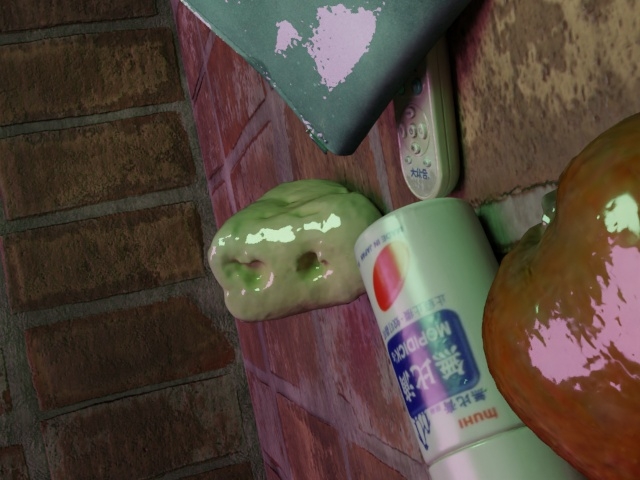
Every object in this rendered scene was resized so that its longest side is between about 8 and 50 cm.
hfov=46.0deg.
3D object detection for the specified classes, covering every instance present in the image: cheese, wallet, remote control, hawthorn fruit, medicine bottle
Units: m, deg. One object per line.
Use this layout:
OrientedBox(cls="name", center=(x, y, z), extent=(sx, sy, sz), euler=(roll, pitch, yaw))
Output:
OrientedBox(cls="cheese", center=(0.001, 0.001, 1.109), extent=(0.174, 0.251, 0.248), euler=(70, -155, -16))
OrientedBox(cls="wallet", center=(-0.018, -0.249, 0.724), extent=(0.290, 0.054, 0.251), euler=(41, 137, 2))
OrientedBox(cls="remote control", center=(0.106, -0.150, 0.770), extent=(0.078, 0.042, 0.221), euler=(-159, 58, -64))
OrientedBox(cls="hawthorn fruit", center=(0.196, 0.058, 0.339), extent=(0.251, 0.199, 0.199), euler=(52, 153, 32))
OrientedBox(cls="medicine bottle", center=(0.140, 0.136, 0.684), extent=(0.130, 0.130, 0.341), euler=(107, 148, -62))
